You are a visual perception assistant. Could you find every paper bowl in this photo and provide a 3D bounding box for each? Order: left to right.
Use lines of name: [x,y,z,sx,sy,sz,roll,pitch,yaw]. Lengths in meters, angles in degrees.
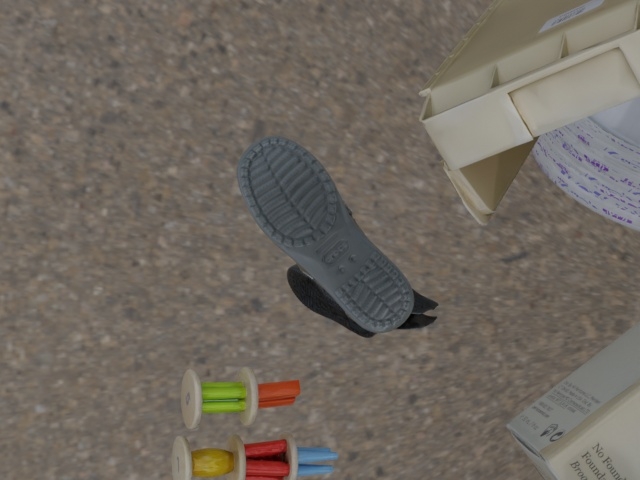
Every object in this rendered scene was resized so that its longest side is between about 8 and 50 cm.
paper bowl: [0.369,-0.130,1.300,0.284,0.284,0.148,27,125,18]

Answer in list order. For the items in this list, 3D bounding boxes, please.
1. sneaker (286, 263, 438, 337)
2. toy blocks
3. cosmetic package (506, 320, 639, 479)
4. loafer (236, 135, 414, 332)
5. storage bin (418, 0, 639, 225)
sneaker: [0.048,0.063,1.495,0.170,0.089,0.051,31,137,30]
toy blocks: [-0.051,0.168,1.129,0.148,0.054,0.123,1,115,-21]
cosmetic package: [0.307,0.108,0.894,0.309,0.113,0.160,-38,97,-1]
loafer: [0.000,0.000,1.342,0.094,0.087,0.251,-35,79,-7]
storage bin: [0.241,-0.150,0.993,0.262,0.260,0.123,-20,110,35]
